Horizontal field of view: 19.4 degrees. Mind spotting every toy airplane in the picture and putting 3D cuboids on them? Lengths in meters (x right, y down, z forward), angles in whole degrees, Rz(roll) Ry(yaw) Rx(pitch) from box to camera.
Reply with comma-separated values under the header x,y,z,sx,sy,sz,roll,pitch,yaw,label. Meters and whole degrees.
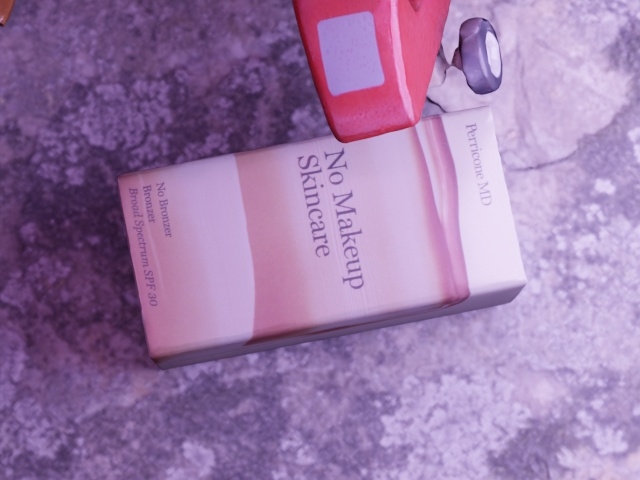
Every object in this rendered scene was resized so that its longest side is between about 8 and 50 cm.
x,y,z,sx,sy,sz,roll,pitch,yaw,label
0.026,-0.310,1.415,0.384,0.272,0.386,39,88,30,toy airplane

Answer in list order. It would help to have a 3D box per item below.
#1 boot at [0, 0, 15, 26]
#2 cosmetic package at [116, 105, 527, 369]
x,y,z,sx,sy,sz,roll,pitch,yaw,label
-0.319,-0.271,1.533,0.197,0.073,0.152,19,88,4,boot
0.000,0.000,1.476,0.296,0.129,0.153,-12,83,-3,cosmetic package
